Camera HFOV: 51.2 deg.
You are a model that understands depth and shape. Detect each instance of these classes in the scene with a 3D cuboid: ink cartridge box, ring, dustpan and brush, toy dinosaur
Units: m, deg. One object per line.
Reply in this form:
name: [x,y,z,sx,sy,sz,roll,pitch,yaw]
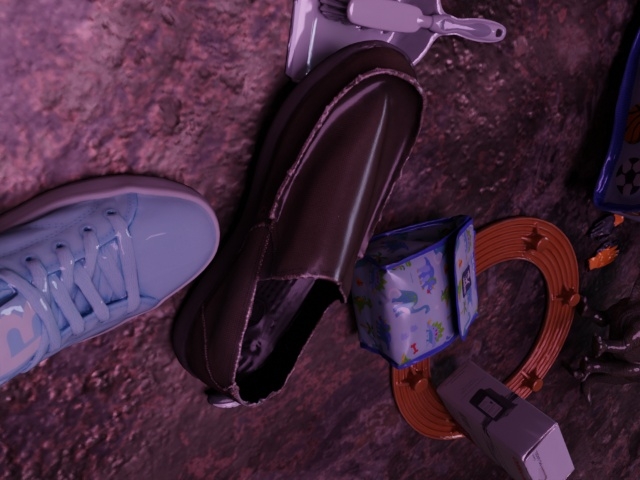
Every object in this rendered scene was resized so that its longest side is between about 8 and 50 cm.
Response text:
ink cartridge box: [0.228,0.233,0.827,0.063,0.150,0.109,-40,127,-12]
ring: [0.238,0.128,0.903,0.337,0.032,0.336,-14,118,-27]
dustpan and brush: [0.081,-0.209,0.626,0.211,0.060,0.147,-3,113,-32]
toy dinosaur: [0.461,0.156,0.986,0.161,0.121,0.313,-3,119,1]

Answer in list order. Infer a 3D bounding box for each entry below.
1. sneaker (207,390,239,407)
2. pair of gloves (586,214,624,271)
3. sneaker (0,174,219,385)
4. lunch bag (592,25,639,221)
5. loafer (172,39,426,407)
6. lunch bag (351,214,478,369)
sneaker: [-0.082,0.149,0.705,0.083,0.031,0.035,-15,105,-32]
pair of gloves: [0.416,0.001,0.975,0.074,0.010,0.083,-23,121,-23]
sneaker: [-0.226,0.058,0.488,0.366,0.150,0.135,-22,122,-24]
lunch bag: [0.559,-0.188,0.829,0.328,0.239,0.385,12,90,-34]
loafer: [0.000,0.000,0.610,0.134,0.130,0.365,18,105,-38]
lunch bag: [0.116,0.051,0.745,0.151,0.096,0.128,-21,115,-29]
